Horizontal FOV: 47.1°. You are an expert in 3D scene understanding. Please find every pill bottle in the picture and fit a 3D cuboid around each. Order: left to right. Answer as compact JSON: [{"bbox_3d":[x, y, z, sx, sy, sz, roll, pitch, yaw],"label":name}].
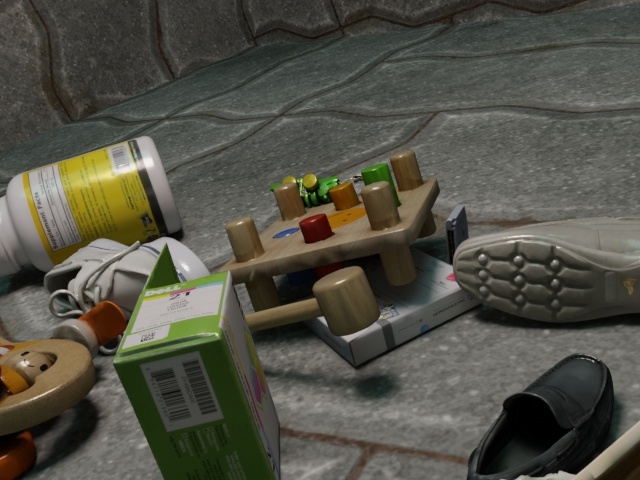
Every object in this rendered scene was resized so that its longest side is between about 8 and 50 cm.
[{"bbox_3d":[-0.435,-0.053,1.321,0.334,0.188,0.188,-19,24,-10],"label":"pill bottle"}]

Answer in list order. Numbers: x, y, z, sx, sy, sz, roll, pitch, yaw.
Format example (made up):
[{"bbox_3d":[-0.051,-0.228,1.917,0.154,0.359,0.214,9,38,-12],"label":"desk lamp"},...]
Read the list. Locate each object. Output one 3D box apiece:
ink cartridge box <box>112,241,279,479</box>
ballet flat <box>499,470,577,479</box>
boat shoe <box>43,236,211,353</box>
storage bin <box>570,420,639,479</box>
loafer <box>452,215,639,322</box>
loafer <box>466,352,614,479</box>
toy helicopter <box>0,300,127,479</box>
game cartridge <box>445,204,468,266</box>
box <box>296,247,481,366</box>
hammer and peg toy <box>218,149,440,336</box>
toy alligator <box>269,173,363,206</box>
[{"bbox_3d":[-0.110,0.119,0.749,0.097,0.189,0.255,-14,23,4],"label":"ink cartridge box"},{"bbox_3d":[0.021,0.259,0.455,0.409,0.147,0.147,-21,24,-17],"label":"ballet flat"},{"bbox_3d":[-0.296,0.074,1.027,0.156,0.136,0.367,-32,26,-35],"label":"boat shoe"},{"bbox_3d":[0.283,0.176,0.365,0.262,0.123,0.260,-27,57,-28],"label":"storage bin"},{"bbox_3d":[0.313,0.027,0.825,0.319,0.112,0.111,3,23,19],"label":"loafer"},{"bbox_3d":[0.192,0.159,0.626,0.076,0.078,0.223,8,32,40],"label":"loafer"},{"bbox_3d":[-0.392,0.146,0.926,0.235,0.140,0.355,-29,25,-34],"label":"toy helicopter"},{"bbox_3d":[0.184,-0.002,0.982,0.017,0.083,0.056,6,30,30],"label":"game cartridge"},{"bbox_3d":[0.083,0.077,0.922,0.186,0.038,0.145,-24,25,-20],"label":"box"},{"bbox_3d":[0.000,0.000,0.928,0.266,0.127,0.361,-13,14,21],"label":"hammer and peg toy"},{"bbox_3d":[-0.005,-0.086,1.325,0.190,0.056,0.051,-5,67,19],"label":"toy alligator"}]
